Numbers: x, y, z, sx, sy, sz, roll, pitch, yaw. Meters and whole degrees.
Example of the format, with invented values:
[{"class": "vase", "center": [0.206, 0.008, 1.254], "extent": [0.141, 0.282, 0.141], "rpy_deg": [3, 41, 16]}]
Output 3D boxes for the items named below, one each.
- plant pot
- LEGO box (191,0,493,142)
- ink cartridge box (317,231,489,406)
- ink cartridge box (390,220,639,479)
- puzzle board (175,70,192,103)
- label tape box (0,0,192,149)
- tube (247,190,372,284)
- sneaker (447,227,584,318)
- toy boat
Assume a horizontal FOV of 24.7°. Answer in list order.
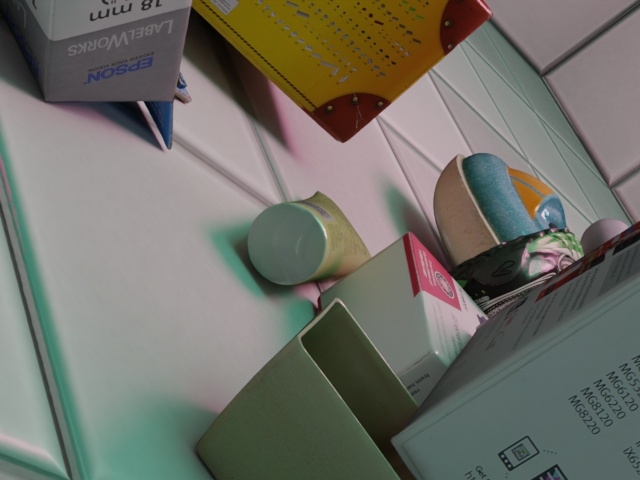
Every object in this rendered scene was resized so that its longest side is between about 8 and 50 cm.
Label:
[{"class": "plant pot", "center": [-0.006, 0.113, 0.840], "extent": [0.109, 0.096, 0.109], "rpy_deg": [54, 17, 0]}, {"class": "LEGO box", "center": [-0.109, -0.375, 1.324], "extent": [0.500, 0.193, 0.372], "rpy_deg": [40, 15, -39]}, {"class": "ink cartridge box", "center": [0.111, 0.136, 1.112], "extent": [0.237, 0.100, 0.172], "rpy_deg": [46, 18, -24]}, {"class": "ink cartridge box", "center": [0.214, 0.063, 0.890], "extent": [0.130, 0.271, 0.309], "rpy_deg": [55, 18, 2]}, {"class": "puzzle board", "center": [-0.149, -0.175, 1.164], "extent": [0.128, 0.011, 0.096], "rpy_deg": [60, 10, 21]}, {"class": "label tape box", "center": [-0.178, -0.225, 0.960], "extent": [0.241, 0.105, 0.334], "rpy_deg": [60, -24, 22]}, {"class": "tube", "center": [0.000, 0.000, 1.177], "extent": [0.240, 0.062, 0.070], "rpy_deg": [-14, 110, -78]}, {"class": "sneaker", "center": [0.201, 0.107, 1.288], "extent": [0.343, 0.134, 0.146], "rpy_deg": [56, 12, -54]}, {"class": "toy boat", "center": [0.251, 0.014, 1.606], "extent": [0.268, 0.148, 0.318], "rpy_deg": [59, 17, 20]}]
